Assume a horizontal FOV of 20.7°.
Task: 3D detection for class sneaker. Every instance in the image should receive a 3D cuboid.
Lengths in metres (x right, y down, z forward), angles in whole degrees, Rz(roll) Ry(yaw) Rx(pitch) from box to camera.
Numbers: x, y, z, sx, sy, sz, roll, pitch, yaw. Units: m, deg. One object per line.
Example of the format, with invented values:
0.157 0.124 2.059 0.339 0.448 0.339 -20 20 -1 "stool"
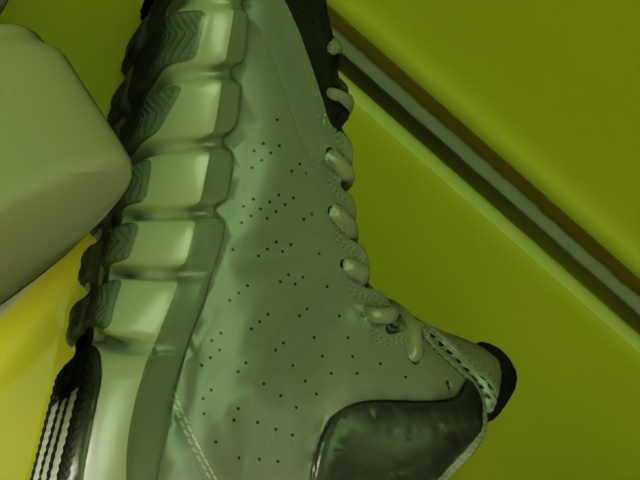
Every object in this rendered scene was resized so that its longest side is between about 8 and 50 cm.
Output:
0.000 0.000 0.521 0.132 0.086 0.228 15 80 -15 "sneaker"

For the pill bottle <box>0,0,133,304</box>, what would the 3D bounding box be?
-0.182 -0.106 0.449 0.169 0.169 0.301 -33 83 -21 "pill bottle"
